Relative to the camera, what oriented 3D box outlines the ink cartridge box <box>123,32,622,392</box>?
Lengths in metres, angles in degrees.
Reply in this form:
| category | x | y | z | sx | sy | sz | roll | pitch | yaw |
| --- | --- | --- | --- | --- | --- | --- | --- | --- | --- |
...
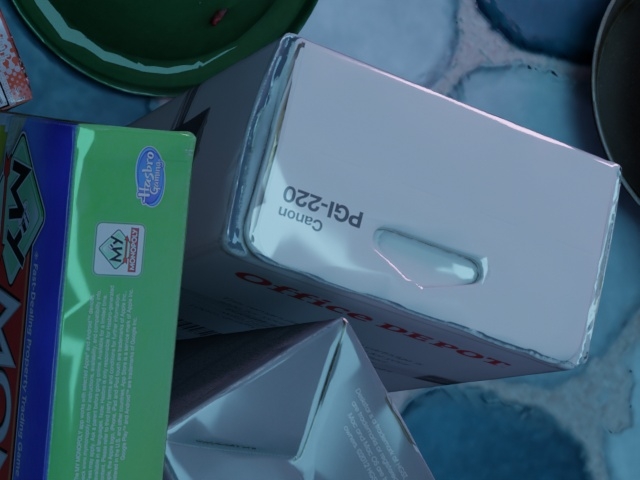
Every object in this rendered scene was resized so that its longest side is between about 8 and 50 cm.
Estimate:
| category | x | y | z | sx | sy | sz | roll | pitch | yaw |
| --- | --- | --- | --- | --- | --- | --- | --- | --- | --- |
| ink cartridge box | 0.000 | 0.000 | 0.779 | 0.159 | 0.218 | 0.092 | 20 | 77 | -21 |

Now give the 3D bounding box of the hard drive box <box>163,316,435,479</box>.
| category | x | y | z | sx | sy | sz | roll | pitch | yaw |
| --- | --- | --- | --- | --- | --- | --- | --- | --- | --- |
| hard drive box | -0.028 | 0.134 | 0.744 | 0.089 | 0.232 | 0.181 | -31 | 96 | -23 |

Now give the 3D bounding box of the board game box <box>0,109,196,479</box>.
| category | x | y | z | sx | sy | sz | roll | pitch | yaw |
| --- | --- | --- | --- | --- | --- | --- | --- | --- | --- |
| board game box | -0.124 | 0.109 | 0.681 | 0.046 | 0.213 | 0.317 | 4 | 94 | -29 |

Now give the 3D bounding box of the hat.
| category | x | y | z | sx | sy | sz | roll | pitch | yaw |
| --- | --- | --- | --- | --- | --- | --- | --- | --- | --- |
| hat | -0.032 | -0.176 | 0.802 | 0.173 | 0.183 | 0.208 | 37 | 71 | -16 |

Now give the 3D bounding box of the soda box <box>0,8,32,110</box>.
| category | x | y | z | sx | sy | sz | roll | pitch | yaw |
| --- | --- | --- | --- | --- | --- | --- | --- | --- | --- |
| soda box | -0.219 | -0.052 | 0.772 | 0.183 | 0.063 | 0.058 | -23 | 96 | -25 |

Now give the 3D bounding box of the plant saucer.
| category | x | y | z | sx | sy | sz | roll | pitch | yaw |
| --- | --- | --- | --- | --- | --- | --- | --- | --- | --- |
| plant saucer | 0.211 | -0.077 | 0.986 | 0.168 | 0.029 | 0.168 | 2 | 84 | -25 |
